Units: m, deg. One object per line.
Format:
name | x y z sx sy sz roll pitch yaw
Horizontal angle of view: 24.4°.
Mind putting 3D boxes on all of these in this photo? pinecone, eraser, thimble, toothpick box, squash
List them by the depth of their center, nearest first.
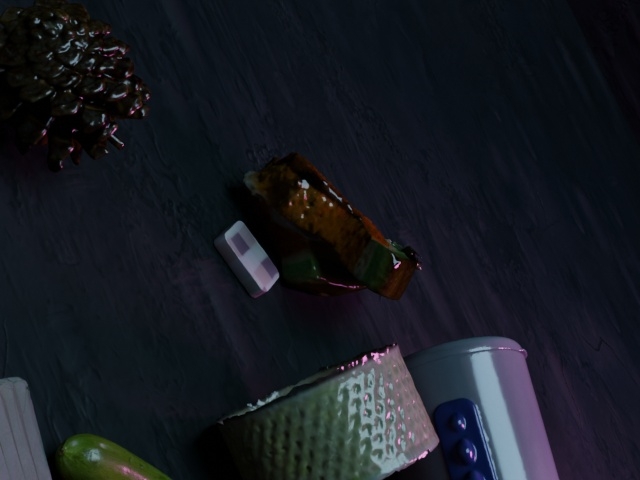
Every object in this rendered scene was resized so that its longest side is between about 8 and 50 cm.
squash | -0.231 0.281 1.753 0.201 0.066 0.066 32 42 -37
pinecone | -0.328 -0.193 1.885 0.229 0.202 0.201 59 2 38
thimble | 0.010 0.247 1.928 0.271 0.271 0.150 -21 85 -57
eraser | -0.107 0.027 2.161 0.105 0.026 0.065 54 30 -9
toothpick box | 0.226 0.338 2.176 0.263 0.263 0.354 11 58 -50

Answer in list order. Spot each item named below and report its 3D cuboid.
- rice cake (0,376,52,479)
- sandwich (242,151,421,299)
rice cake | -0.342 0.248 1.604 0.189 0.037 0.198 6 64 -76
sandwich | 0.000 0.000 2.226 0.301 0.162 0.250 40 3 -3
